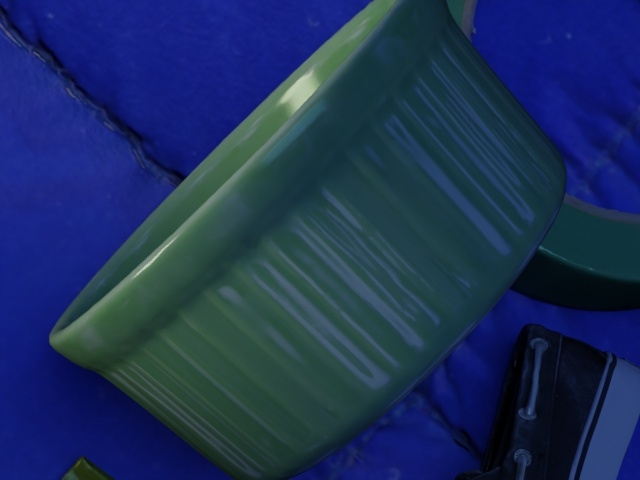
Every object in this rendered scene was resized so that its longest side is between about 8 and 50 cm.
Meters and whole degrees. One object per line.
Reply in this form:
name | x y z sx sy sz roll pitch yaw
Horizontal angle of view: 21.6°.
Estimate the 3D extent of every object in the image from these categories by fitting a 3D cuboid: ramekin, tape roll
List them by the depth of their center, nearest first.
ramekin | 0.000 0.000 0.981 0.148 0.303 0.303 45 64 -8
tape roll | 0.197 -0.112 1.200 0.321 0.077 0.321 6 70 -16

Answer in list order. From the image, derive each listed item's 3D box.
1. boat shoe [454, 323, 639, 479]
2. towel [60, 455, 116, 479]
boat shoe | 0.113 0.184 1.052 0.105 0.113 0.306 27 63 -1
towel | -0.080 0.238 1.018 0.237 0.021 0.102 37 64 -3
